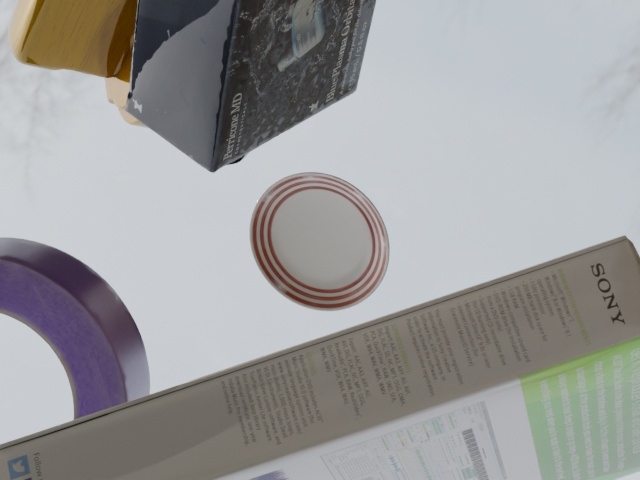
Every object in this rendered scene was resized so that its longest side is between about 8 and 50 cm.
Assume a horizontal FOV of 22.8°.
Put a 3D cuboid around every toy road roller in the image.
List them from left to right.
[{"bbox_3d":[-0.143,-0.243,1.379,0.241,0.202,0.329,10,-134,-28],"label":"toy road roller"}]

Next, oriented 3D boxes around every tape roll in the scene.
[{"bbox_3d":[-0.207,0.096,0.998,0.189,0.189,0.080,39,-172,-2],"label":"tape roll"}]

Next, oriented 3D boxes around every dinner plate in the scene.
[{"bbox_3d":[0.000,0.000,1.510,0.141,0.141,0.017,41,-150,2],"label":"dinner plate"}]

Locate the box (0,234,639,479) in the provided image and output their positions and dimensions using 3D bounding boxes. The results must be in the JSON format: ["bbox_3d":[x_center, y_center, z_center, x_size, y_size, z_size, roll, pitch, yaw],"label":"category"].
[{"bbox_3d":[0.020,0.113,0.827,0.232,0.322,0.058,67,-173,-64],"label":"box"}]

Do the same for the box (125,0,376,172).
[{"bbox_3d":[-0.043,-0.155,1.097,0.093,0.156,0.158,37,-132,25],"label":"box"}]
